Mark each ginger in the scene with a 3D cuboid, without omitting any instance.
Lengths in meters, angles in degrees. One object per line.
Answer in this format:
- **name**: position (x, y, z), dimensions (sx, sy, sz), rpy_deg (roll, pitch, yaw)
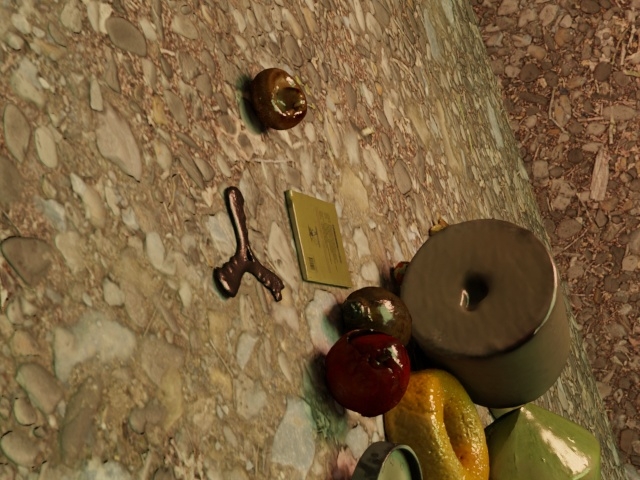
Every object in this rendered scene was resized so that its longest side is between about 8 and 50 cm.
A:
- **ginger**: position (0.297, -0.020, 2.457), dimensions (0.057, 0.044, 0.137), rpy_deg (41, 18, 4)

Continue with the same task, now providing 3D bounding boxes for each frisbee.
- **frisbee**: position (-0.104, 0.030, 1.566), dimensions (0.187, 0.012, 0.211), rpy_deg (47, 32, -45)

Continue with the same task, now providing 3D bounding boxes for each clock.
- **clock**: position (0.107, 0.437, 1.609), dimensions (0.226, 0.049, 0.226), rpy_deg (5, 85, -61)

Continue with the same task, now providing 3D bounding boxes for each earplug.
- **earplug**: position (0.365, 0.184, 2.092), dimensions (0.394, 0.312, 0.313), rpy_deg (56, 26, -53)

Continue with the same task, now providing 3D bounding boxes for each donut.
- **donut**: position (0.233, 0.383, 1.930), dimensions (0.303, 0.110, 0.303), rpy_deg (45, 35, -44)

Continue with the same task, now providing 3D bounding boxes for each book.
- **book**: position (0.000, 0.000, 1.816), dimensions (0.192, 0.013, 0.168), rpy_deg (16, 59, -63)

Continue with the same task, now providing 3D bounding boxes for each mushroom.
- **mushroom**: position (-0.073, -0.245, 1.753), dimensions (0.109, 0.085, 0.126), rpy_deg (45, 27, 24)

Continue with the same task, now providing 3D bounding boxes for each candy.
- **candy**: position (0.187, 0.134, 2.109), dimensions (0.055, 0.049, 0.185), rpy_deg (-4, 84, -34)

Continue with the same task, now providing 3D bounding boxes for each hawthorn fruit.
- **hawthorn fruit**: position (0.083, 0.211, 1.654), dimensions (0.172, 0.148, 0.148), rpy_deg (117, -35, -67)

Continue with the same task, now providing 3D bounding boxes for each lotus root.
- **lotus root**: position (0.101, 0.143, 1.815), dimensions (0.209, 0.120, 0.120), rpy_deg (33, 44, -57)

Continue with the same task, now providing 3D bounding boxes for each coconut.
- **coconut**: position (0.437, 0.484, 2.074), dimensions (0.328, 0.281, 0.328), rpy_deg (-5, 90, -78)

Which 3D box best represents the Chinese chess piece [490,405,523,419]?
- **Chinese chess piece**: position (0.451, 0.378, 2.480), dimensions (0.144, 0.058, 0.144), rpy_deg (48, 30, -41)
